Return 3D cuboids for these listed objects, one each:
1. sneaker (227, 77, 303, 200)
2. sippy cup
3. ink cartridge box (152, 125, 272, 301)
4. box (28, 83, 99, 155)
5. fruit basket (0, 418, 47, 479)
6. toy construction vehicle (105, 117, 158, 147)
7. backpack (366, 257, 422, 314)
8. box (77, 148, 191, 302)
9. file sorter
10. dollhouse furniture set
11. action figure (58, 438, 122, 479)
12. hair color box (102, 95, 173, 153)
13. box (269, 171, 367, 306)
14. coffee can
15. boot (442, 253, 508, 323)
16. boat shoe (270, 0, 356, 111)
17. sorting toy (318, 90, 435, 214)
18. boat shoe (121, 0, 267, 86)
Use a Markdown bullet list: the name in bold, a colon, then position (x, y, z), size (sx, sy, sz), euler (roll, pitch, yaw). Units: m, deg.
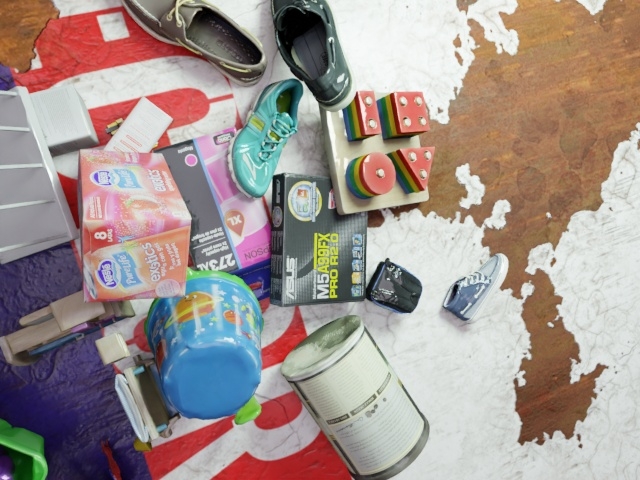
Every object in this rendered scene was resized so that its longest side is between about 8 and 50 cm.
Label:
- **sneaker**: position (-0.105, -0.214, 0.984), size (0.107, 0.109, 0.276), euler (29, 66, -36)
- **sippy cup**: position (-0.207, 0.202, 0.912), size (0.305, 0.224, 0.240), euler (27, 99, -24)
- **ink cartridge box**: position (-0.202, -0.035, 1.027), size (0.175, 0.069, 0.372), euler (-20, 98, -14)
- **box**: position (-0.484, -0.225, 0.925), size (0.087, 0.101, 0.102), euler (-19, 95, -15)
- **fruit basket**: position (-0.662, 0.405, 0.749), size (0.391, 0.392, 0.283), euler (31, 83, -13)
- **toy construction vehicle**: position (-0.387, -0.204, 0.986), size (0.098, 0.035, 0.086), euler (-27, 97, -13)
- **backpack**: position (0.167, 0.109, 1.113), size (0.114, 0.084, 0.105), euler (27, 83, -10)
- **box**: position (-0.326, -0.038, 0.828), size (0.153, 0.300, 0.142), euler (-1, 118, -26)
- **file sorter**: position (-0.584, -0.098, 0.824), size (0.192, 0.173, 0.278), euler (-16, 95, 21)
- **dollhouse furniture set**: position (-0.398, 0.266, 0.857), size (0.198, 0.286, 0.304), euler (-24, 85, -13)
- **action figure**: position (-0.442, 0.450, 0.885), size (0.091, 0.280, 0.139), euler (-40, 68, -5)
- **hair color box**: position (-0.360, -0.202, 0.958), size (0.072, 0.043, 0.141), euler (37, 84, -24)
- **box**: position (0.000, 0.000, 1.048), size (0.216, 0.060, 0.271), euler (2, 90, -34)
- **coffee can**: position (0.073, 0.327, 1.028), size (0.201, 0.201, 0.276), euler (-35, 99, -12)
- **boot**: position (0.373, 0.102, 1.176), size (0.086, 0.069, 0.190), euler (31, 84, -16)
- **boat shoe**: position (-0.037, -0.417, 0.978), size (0.127, 0.113, 0.341), euler (-25, 71, 24)
- **sorting toy**: position (0.142, -0.201, 1.058), size (0.256, 0.089, 0.256), euler (-11, 92, -34)
- **boat shoe**: position (-0.252, -0.435, 0.989), size (0.324, 0.096, 0.117), euler (32, 83, -13)
